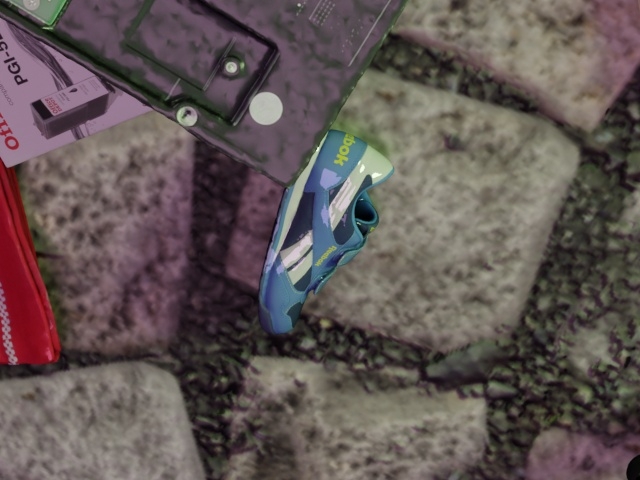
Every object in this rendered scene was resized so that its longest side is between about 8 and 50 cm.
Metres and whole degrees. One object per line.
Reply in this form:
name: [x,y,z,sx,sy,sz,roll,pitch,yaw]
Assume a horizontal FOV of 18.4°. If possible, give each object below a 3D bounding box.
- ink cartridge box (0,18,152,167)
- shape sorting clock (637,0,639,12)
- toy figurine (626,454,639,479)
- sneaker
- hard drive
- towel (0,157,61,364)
ink cartridge box: [-0.141,-0.113,1.125,0.135,0.056,0.099,-21,114,20]
shape sorting clock: [0.270,-0.141,1.044,0.206,0.040,0.206,5,124,7]
toy figurine: [0.238,0.221,1.193,0.209,0.148,0.213,40,118,-13]
sneaker: [0.000,0.000,1.167,0.059,0.053,0.144,17,122,-2]
hard drive: [-0.099,-0.212,1.017,0.339,0.064,0.237,30,99,-9]
towel: [-0.308,0.002,1.236,0.274,0.031,0.199,-4,118,13]
